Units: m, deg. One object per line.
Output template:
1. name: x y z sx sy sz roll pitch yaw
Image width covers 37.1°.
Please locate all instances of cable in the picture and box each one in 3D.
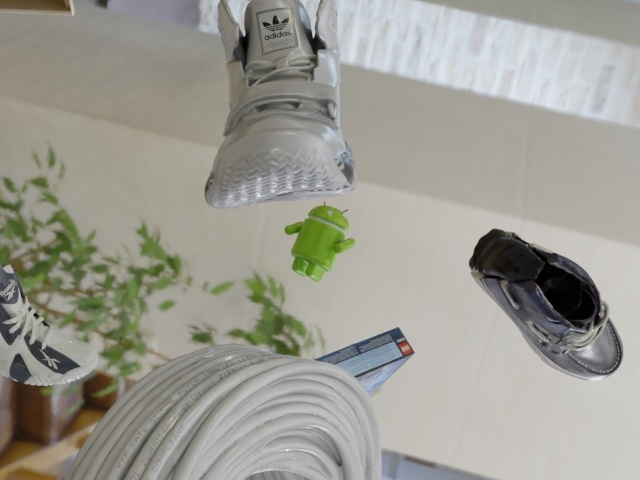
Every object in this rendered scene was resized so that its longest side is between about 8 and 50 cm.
1. cable: -0.061 0.195 0.632 0.257 0.089 0.257 -32 123 -40

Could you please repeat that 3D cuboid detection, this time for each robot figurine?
1. robot figurine: 0.000 0.000 1.387 0.067 0.101 0.115 38 74 -59

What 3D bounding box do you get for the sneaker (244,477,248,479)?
1. sneaker: -0.182 0.386 1.535 0.161 0.282 0.102 110 -2 -49

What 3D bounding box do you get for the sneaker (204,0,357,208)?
1. sneaker: -0.044 -0.142 0.915 0.366 0.138 0.210 -57 140 -86

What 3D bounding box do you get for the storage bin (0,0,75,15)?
1. storage bin: -0.476 -0.456 1.307 0.260 0.262 0.123 87 8 -46

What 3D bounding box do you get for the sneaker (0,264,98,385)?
1. sneaker: -0.428 0.111 1.355 0.094 0.235 0.153 -72 179 -59

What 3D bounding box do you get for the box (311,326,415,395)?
1. box: 0.003 0.208 1.258 0.159 0.044 0.233 -17 156 -37

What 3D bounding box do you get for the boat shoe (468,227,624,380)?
1. boat shoe: 0.369 0.120 1.401 0.127 0.341 0.158 -54 -154 -3
